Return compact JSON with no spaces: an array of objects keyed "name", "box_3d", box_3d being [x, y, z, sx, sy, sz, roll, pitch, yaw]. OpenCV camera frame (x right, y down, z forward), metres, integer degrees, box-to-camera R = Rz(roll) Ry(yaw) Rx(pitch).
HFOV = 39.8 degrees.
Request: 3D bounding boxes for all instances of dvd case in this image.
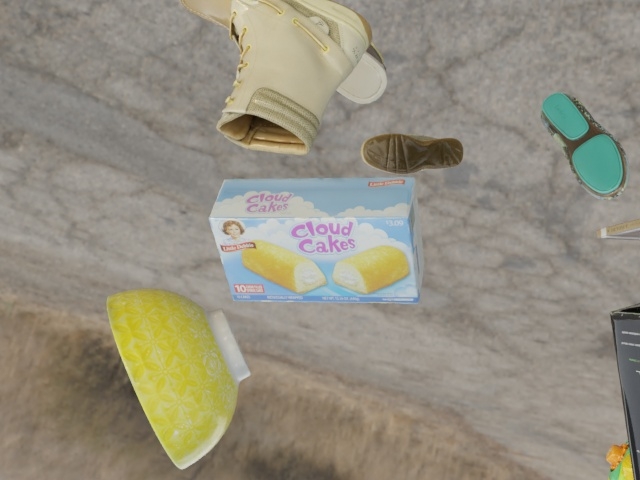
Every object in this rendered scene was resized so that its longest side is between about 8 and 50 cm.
[{"name":"dvd case","box_3d":[0.554,-0.026,1.331,0.164,0.018,0.221,2,169,-22]}]

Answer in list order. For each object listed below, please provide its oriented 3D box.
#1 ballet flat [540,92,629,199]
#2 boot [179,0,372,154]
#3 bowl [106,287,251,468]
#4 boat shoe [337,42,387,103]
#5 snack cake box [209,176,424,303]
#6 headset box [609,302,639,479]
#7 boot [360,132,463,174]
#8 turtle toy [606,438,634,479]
[{"name":"ballet flat","box_3d":[0.340,-0.113,1.116,0.070,0.188,0.070,-9,140,-8]},{"name":"boot","box_3d":[-0.092,-0.224,1.095,0.262,0.203,0.095,23,158,8]},{"name":"bowl","box_3d":[-0.201,0.187,1.370,0.156,0.289,0.289,-24,161,-6]},{"name":"boat shoe","box_3d":[-0.010,-0.379,1.596,0.324,0.097,0.116,38,117,-13]},{"name":"snack cake box","box_3d":[0.000,0.000,1.186,0.264,0.089,0.152,0,132,15]},{"name":"headset box","box_3d":[0.356,0.165,0.618,0.246,0.283,0.131,-12,-175,-25]},{"name":"boot","box_3d":[0.150,-0.172,1.739,0.213,0.077,0.165,-3,-173,-24]},{"name":"turtle toy","box_3d":[0.333,0.219,0.868,0.066,0.130,0.095,42,155,61]}]
